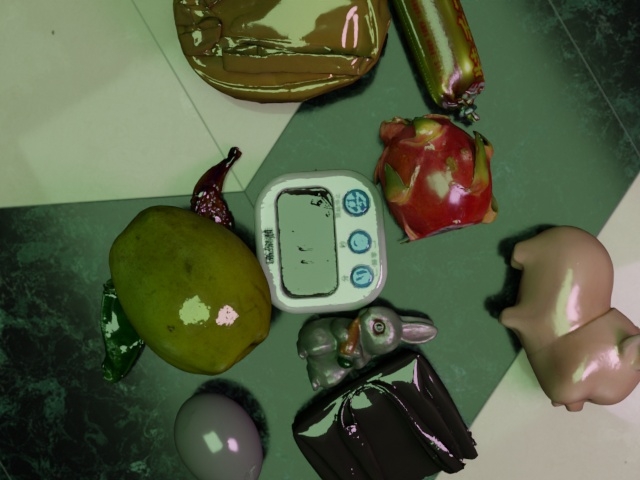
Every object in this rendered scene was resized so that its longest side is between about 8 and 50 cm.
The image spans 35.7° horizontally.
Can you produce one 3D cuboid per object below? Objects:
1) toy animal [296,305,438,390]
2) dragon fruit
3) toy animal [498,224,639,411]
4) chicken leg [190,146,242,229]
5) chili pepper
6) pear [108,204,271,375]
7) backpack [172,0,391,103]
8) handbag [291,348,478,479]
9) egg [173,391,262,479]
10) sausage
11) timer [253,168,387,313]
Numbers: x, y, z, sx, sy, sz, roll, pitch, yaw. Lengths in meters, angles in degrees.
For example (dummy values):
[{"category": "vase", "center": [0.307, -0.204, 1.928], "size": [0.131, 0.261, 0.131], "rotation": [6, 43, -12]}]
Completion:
[{"category": "toy animal", "center": [0.081, 0.169, 1.798], "size": [0.251, 0.125, 0.127], "rotation": [-21, 61, 3]}, {"category": "dragon fruit", "center": [0.202, -0.115, 1.756], "size": [0.224, 0.224, 0.227], "rotation": [-6, 83, 2]}, {"category": "toy animal", "center": [0.453, 0.139, 1.761], "size": [0.269, 0.237, 0.326], "rotation": [8, 90, 13]}, {"category": "chicken leg", "center": [-0.199, -0.075, 1.846], "size": [0.093, 0.053, 0.205], "rotation": [4, 100, -21]}, {"category": "chili pepper", "center": [-0.368, 0.162, 1.855], "size": [0.108, 0.062, 0.216], "rotation": [18, 93, 8]}, {"category": "pear", "center": [-0.226, 0.087, 1.728], "size": [0.307, 0.253, 0.253], "rotation": [42, 93, 8]}, {"category": "backpack", "center": [-0.071, -0.418, 1.753], "size": [0.378, 0.201, 0.353], "rotation": [-6, 93, 0]}, {"category": "handbag", "center": [0.121, 0.364, 1.823], "size": [0.285, 0.113, 0.257], "rotation": [-33, 98, 2]}, {"category": "egg", "center": [-0.185, 0.370, 1.810], "size": [0.146, 0.146, 0.198], "rotation": [-28, 97, 3]}, {"category": "sausage", "center": [0.214, -0.358, 1.782], "size": [0.117, 0.125, 0.317], "rotation": [-20, 91, 39]}, {"category": "timer", "center": [0.000, 0.000, 1.821], "size": [0.237, 0.087, 0.262], "rotation": [-4, 91, 2]}]
